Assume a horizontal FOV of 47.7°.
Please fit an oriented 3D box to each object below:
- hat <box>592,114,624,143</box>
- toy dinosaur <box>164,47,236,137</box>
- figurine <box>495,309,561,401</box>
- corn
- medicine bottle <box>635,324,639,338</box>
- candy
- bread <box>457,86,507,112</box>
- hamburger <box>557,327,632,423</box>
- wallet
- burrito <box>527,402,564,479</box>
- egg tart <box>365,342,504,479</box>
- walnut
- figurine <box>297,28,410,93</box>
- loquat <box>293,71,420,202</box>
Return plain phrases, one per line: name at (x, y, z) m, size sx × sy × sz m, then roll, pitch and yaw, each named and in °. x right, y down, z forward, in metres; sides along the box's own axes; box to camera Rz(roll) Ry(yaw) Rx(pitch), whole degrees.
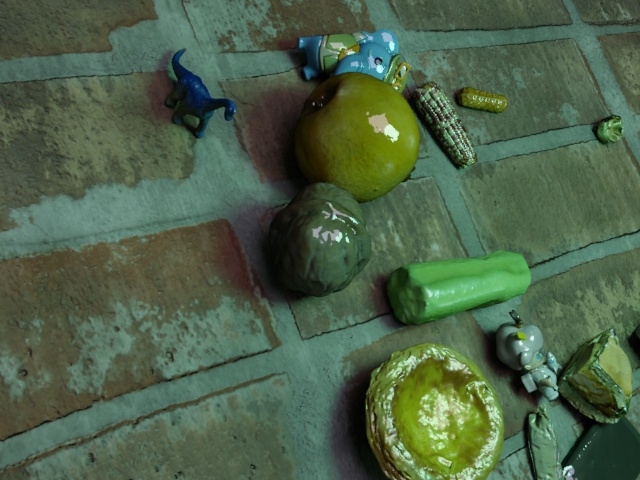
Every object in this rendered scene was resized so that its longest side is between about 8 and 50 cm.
hat at (0.833, -0.320, 2.100) m, size 0.077 × 0.059 × 0.076 m, roll -25°, pitch 99°, yaw -29°
toy dinosaur at (-0.236, -0.310, 1.428) m, size 0.075 × 0.188 × 0.248 m, roll 1°, pitch 67°, yaw -36°
figurine at (0.462, 0.259, 1.623) m, size 0.229 × 0.112 × 0.137 m, roll 56°, pitch 27°, yaw -6°
corn at (0.309, -0.284, 1.788) m, size 0.079 × 0.079 × 0.237 m, roll -30°, pitch 91°, yaw -35°
medicine bottle at (0.969, 0.291, 1.801) m, size 0.245 × 0.245 × 0.306 m, roll -32°, pitch 79°, yaw -35°
candy at (0.307, 0.094, 1.586) m, size 0.343 × 0.142 × 0.132 m, roll -9°, pitch 61°, yaw -32°
bread at (0.427, -0.369, 1.902) m, size 0.157 × 0.044 × 0.052 m, roll 4°, pitch 65°, yaw -28°
hamburger at (0.655, 0.315, 1.699) m, size 0.155 × 0.135 × 0.208 m, roll 48°, pitch 37°, yaw -4°
wallet at (0.649, 0.509, 1.655) m, size 0.245 × 0.052 × 0.169 m, roll -39°, pitch 90°, yaw -31°
burrito at (0.495, 0.474, 1.581) m, size 0.058 × 0.063 × 0.230 m, roll 16°, pitch 64°, yaw -64°
egg tart at (0.210, 0.358, 1.428) m, size 0.318 × 0.128 × 0.319 m, roll 12°, pitch 62°, yaw -23°
walnut at (0.000, 0.000, 1.406) m, size 0.224 × 0.224 × 0.224 m, roll 11°, pitch 65°, yaw -25°
figurine at (0.074, -0.391, 1.674) m, size 0.262 × 0.154 × 0.180 m, roll 2°, pitch 77°, yaw -10°
loquat at (0.084, -0.209, 1.516) m, size 0.274 × 0.275 × 0.275 m, roll 11°, pitch 65°, yaw -25°
